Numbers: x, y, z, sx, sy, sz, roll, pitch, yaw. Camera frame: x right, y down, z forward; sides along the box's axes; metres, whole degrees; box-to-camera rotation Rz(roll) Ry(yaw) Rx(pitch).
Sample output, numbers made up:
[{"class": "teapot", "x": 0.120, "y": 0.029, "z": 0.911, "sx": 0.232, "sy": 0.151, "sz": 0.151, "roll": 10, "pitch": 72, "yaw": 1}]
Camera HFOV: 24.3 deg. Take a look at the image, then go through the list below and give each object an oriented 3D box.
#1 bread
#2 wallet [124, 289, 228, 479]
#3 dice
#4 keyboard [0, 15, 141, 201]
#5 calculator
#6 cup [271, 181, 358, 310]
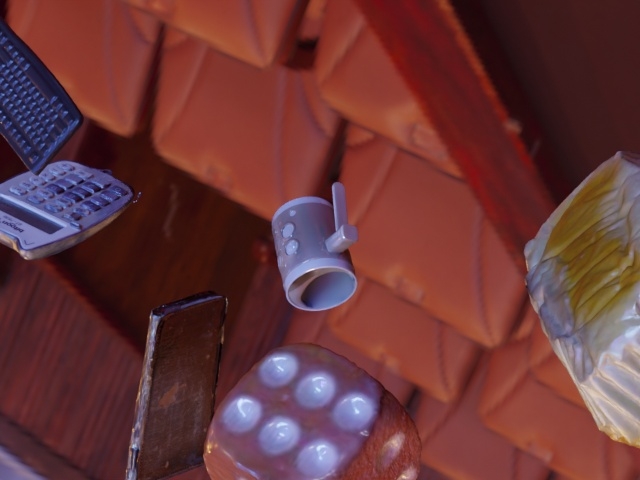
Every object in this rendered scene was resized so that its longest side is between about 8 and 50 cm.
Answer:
[{"class": "bread", "x": 0.338, "y": 0.065, "z": 1.576, "sx": 0.183, "sy": 0.236, "sz": 0.388, "roll": 37, "pitch": -153, "yaw": -13}, {"class": "wallet", "x": -0.167, "y": 0.172, "z": 1.721, "sx": 0.031, "sy": 0.232, "sz": 0.122, "roll": 25, "pitch": -154, "yaw": 35}, {"class": "dice", "x": -0.009, "y": 0.227, "z": 1.578, "sx": 0.175, "sy": 0.174, "sz": 0.179, "roll": 32, "pitch": 158, "yaw": 27}, {"class": "keyboard", "x": -0.353, "y": -0.159, "z": 1.802, "sx": 0.381, "sy": 0.103, "sz": 0.041, "roll": 46, "pitch": -171, "yaw": 26}, {"class": "calculator", "x": -0.393, "y": -0.053, "z": 2.177, "sx": 0.177, "sy": 0.040, "sz": 0.268, "roll": 25, "pitch": -142, "yaw": 24}, {"class": "cup", "x": -0.008, "y": 0.002, "z": 1.490, "sx": 0.074, "sy": 0.102, "sz": 0.099, "roll": -8, "pitch": -129, "yaw": -10}]
